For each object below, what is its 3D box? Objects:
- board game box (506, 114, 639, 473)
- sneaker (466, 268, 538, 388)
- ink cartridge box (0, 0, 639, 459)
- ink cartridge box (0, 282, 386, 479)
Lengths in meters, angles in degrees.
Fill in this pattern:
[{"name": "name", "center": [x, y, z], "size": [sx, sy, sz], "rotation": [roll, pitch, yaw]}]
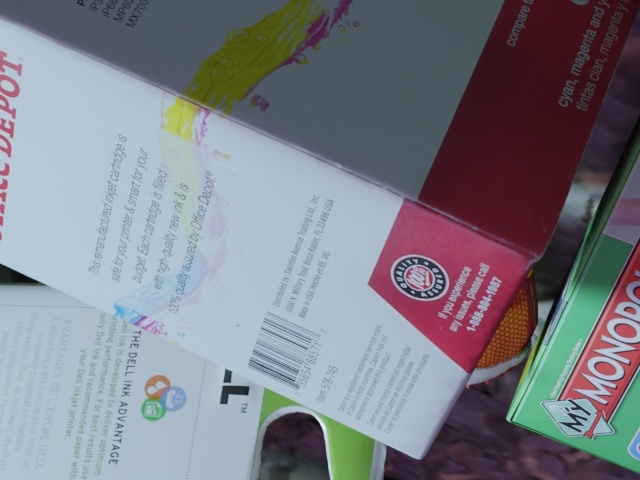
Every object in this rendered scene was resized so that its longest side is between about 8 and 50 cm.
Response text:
[{"name": "board game box", "center": [0.198, 0.004, 0.604], "size": [0.213, 0.046, 0.317], "rotation": [23, 145, 5]}, {"name": "sneaker", "center": [0.000, 0.000, 0.727], "size": [0.175, 0.064, 0.067], "rotation": [11, 119, 17]}, {"name": "ink cartridge box", "center": [-0.012, -0.043, 0.603], "size": [0.176, 0.127, 0.128], "rotation": [25, 146, 1]}, {"name": "ink cartridge box", "center": [-0.091, 0.121, 0.806], "size": [0.255, 0.189, 0.097], "rotation": [1, 155, 15]}]
